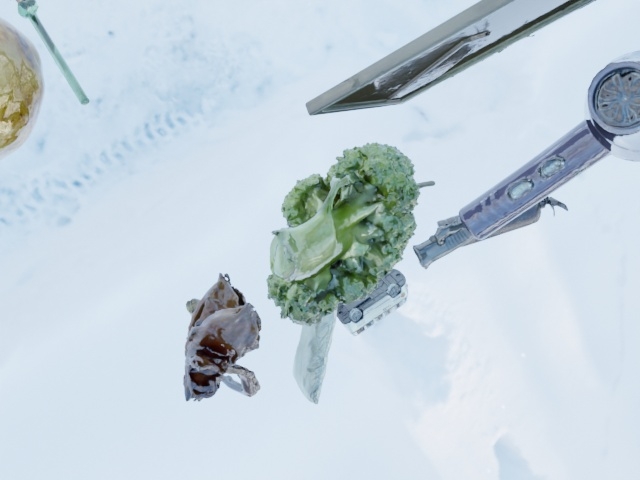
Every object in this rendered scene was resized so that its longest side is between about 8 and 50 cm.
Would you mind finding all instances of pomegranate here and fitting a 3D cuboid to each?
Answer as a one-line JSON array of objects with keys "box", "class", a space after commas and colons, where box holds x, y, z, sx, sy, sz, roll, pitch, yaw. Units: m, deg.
[{"box": [-0.439, -0.177, 0.908, 0.215, 0.215, 0.215, -21, 127, -31], "class": "pomegranate"}]

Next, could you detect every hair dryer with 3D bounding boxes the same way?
[{"box": [0.240, -0.069, 0.851, 0.361, 0.121, 0.301, -40, 169, 26], "class": "hair dryer"}]

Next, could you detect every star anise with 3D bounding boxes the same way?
[{"box": [-0.181, 0.204, 1.450, 0.148, 0.237, 0.346, 7, 146, 1], "class": "star anise"}]

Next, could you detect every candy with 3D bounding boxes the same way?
[{"box": [-0.235, -0.183, 0.634, 0.060, 0.201, 0.060, -31, 159, -13], "class": "candy"}]

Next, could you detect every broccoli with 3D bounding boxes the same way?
[{"box": [-0.004, -0.002, 1.108, 0.302, 0.186, 0.254, -25, 149, -33], "class": "broccoli"}]

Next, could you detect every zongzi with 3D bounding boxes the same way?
[{"box": [-0.221, 0.133, 1.558, 0.083, 0.040, 0.076, -19, 150, -3], "class": "zongzi"}]

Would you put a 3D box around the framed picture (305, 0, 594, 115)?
[{"box": [0.129, -0.180, 0.733, 0.184, 0.250, 0.016, -19, 87, -53], "class": "framed picture"}]

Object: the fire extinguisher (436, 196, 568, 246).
[{"box": [0.393, -0.045, 1.694, 0.268, 0.089, 0.072, -18, 120, 6], "class": "fire extinguisher"}]

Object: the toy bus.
[{"box": [0.128, 0.152, 1.909, 0.194, 0.087, 0.089, -33, 127, -8], "class": "toy bus"}]

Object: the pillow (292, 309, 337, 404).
[{"box": [-0.010, 0.184, 1.478, 0.051, 0.128, 0.229, 4, 104, -22], "class": "pillow"}]

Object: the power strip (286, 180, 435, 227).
[{"box": [0.066, -0.070, 1.352, 0.268, 0.092, 0.034, -12, 106, 9], "class": "power strip"}]
